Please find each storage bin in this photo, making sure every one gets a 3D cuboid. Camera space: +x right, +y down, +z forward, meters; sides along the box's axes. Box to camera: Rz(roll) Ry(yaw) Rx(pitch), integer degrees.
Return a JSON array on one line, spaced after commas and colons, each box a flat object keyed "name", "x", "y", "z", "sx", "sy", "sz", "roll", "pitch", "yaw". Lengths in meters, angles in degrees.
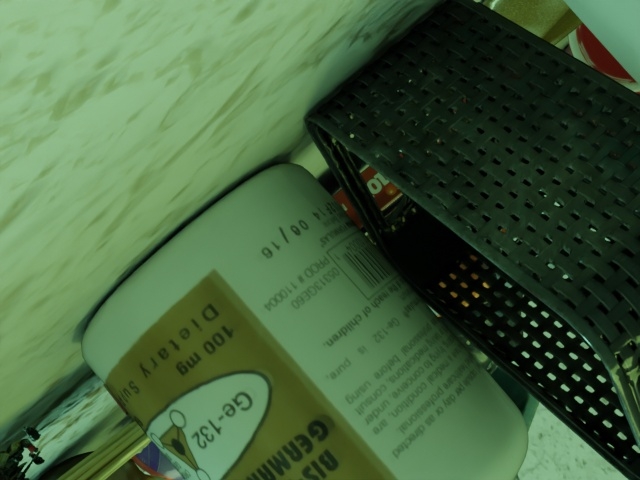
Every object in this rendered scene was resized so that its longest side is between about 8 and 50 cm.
[{"name": "storage bin", "x": 0.090, "y": -0.003, "z": 0.495, "sx": 0.084, "sy": 0.180, "sz": 0.122, "roll": -41, "pitch": 137, "yaw": -9}]

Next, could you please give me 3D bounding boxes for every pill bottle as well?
[{"name": "pill bottle", "x": 0.015, "y": 0.090, "z": 0.553, "sx": 0.131, "sy": 0.229, "sz": 0.131, "roll": -41, "pitch": 175, "yaw": -4}]

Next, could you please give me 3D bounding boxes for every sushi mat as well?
[{"name": "sushi mat", "x": -0.059, "y": 0.076, "z": 0.719, "sx": 0.316, "sy": 0.019, "sz": 0.151, "roll": -38, "pitch": 177, "yaw": -25}]

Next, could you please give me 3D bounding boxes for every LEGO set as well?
[{"name": "LEGO set", "x": -0.172, "y": 0.124, "z": 0.681, "sx": 0.054, "sy": 0.023, "sz": 0.083, "roll": -39, "pitch": 162, "yaw": -56}]

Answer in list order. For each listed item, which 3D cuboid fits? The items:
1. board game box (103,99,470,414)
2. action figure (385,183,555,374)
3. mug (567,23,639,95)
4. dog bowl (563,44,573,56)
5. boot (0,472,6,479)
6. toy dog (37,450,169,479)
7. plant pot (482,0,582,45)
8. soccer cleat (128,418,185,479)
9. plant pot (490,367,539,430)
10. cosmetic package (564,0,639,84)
[{"name": "board game box", "x": 0.000, "y": 0.000, "z": 0.771, "sx": 0.281, "sy": 0.027, "sz": 0.145, "roll": -39, "pitch": 179, "yaw": 8}, {"name": "action figure", "x": 0.095, "y": 0.072, "z": 1.003, "sx": 0.330, "sy": 0.179, "sz": 0.341, "roll": 81, "pitch": 27, "yaw": -65}, {"name": "mug", "x": 0.259, "y": -0.147, "z": 0.959, "sx": 0.113, "sy": 0.150, "sz": 0.169, "roll": -57, "pitch": 167, "yaw": 14}, {"name": "dog bowl", "x": 0.415, "y": -0.238, "z": 1.365, "sx": 0.408, "sy": 0.150, "sz": 0.408, "roll": -41, "pitch": 176, "yaw": -3}, {"name": "boot", "x": -0.210, "y": 0.160, "z": 0.598, "sx": 0.114, "sy": 0.037, "sz": 0.106, "roll": -38, "pitch": 175, "yaw": 26}, {"name": "toy dog", "x": -0.198, "y": 0.354, "z": 1.043, "sx": 0.395, "sy": 0.284, "sz": 0.408, "roll": -37, "pitch": 172, "yaw": -48}, {"name": "plant pot", "x": 0.166, "y": -0.166, "z": 0.654, "sx": 0.236, "sy": 0.032, "sz": 0.236, "roll": -41, "pitch": 177, "yaw": -3}, {"name": "soccer cleat", "x": -0.116, "y": 0.161, "z": 1.210, "sx": 0.095, "sy": 0.083, "sz": 0.248, "roll": -58, "pitch": 173, "yaw": 12}, {"name": "plant pot", "x": 0.021, "y": 0.224, "z": 1.216, "sx": 0.252, "sy": 0.248, "sz": 0.247, "roll": -60, "pitch": 179, "yaw": 43}, {"name": "cosmetic package", "x": 0.244, "y": -0.183, "z": 0.348, "sx": 0.365, "sy": 0.155, "sz": 0.197, "roll": -41, "pitch": 176, "yaw": -13}]
